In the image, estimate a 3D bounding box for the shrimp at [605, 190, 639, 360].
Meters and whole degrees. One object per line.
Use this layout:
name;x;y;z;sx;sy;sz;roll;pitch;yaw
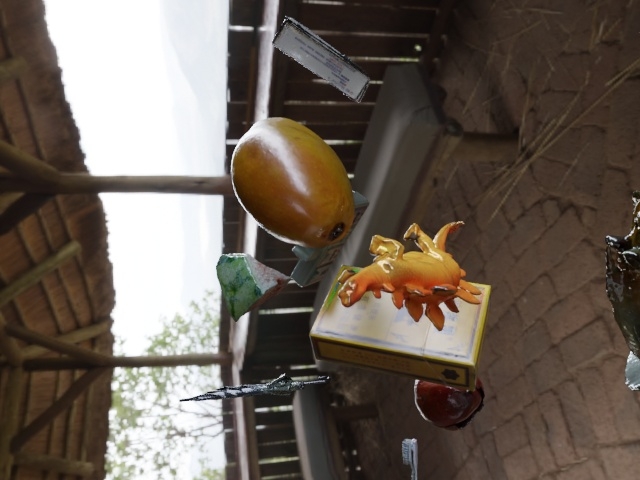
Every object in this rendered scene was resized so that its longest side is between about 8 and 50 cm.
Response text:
shrimp;0.264;0.034;0.406;0.217;0.115;0.051;45;-179;-29

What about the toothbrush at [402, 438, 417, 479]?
toothbrush;0.158;0.490;0.982;0.026;0.024;0.287;-6;83;40

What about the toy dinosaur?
toy dinosaur;0.118;0.039;0.619;0.117;0.288;0.070;46;124;21

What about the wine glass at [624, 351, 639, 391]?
wine glass;0.694;0.265;0.845;0.406;0.267;0.267;37;147;13

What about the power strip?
power strip;0.000;0.000;1.136;0.061;0.145;0.215;39;116;18

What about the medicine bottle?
medicine bottle;0.003;-0.318;0.979;0.052;0.171;0.201;-54;15;17

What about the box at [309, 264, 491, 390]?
box;0.155;0.156;1.077;0.192;0.302;0.083;-63;-29;-42

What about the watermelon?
watermelon;-0.113;0.095;1.075;0.098;0.158;0.121;-29;45;34

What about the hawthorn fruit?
hawthorn fruit;0.288;0.334;1.235;0.172;0.148;0.148;-46;45;53

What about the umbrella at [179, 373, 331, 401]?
umbrella;-0.112;0.260;0.994;0.044;0.269;0.043;-150;54;-79

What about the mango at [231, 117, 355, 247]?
mango;-0.041;-0.084;0.676;0.113;0.139;0.253;-62;29;24
